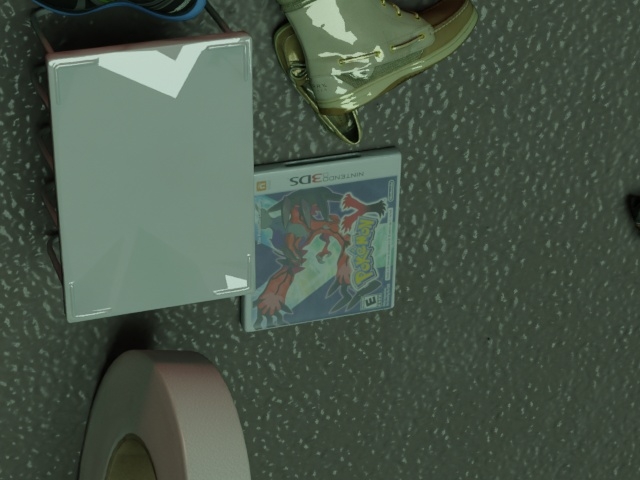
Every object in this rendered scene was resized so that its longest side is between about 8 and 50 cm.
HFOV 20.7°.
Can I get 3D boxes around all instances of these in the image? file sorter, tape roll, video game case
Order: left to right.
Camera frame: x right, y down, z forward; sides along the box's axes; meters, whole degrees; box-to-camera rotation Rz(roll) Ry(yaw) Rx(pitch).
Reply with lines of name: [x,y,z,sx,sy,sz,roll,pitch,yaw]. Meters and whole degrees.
file sorter: [-0.182,-0.092,1.737,0.193,0.173,0.277,-9,120,-17]
tape roll: [-0.171,0.308,1.836,0.072,0.392,0.392,2,116,-24]
video game case: [0.000,0.000,1.956,0.183,0.023,0.201,-9,120,-18]

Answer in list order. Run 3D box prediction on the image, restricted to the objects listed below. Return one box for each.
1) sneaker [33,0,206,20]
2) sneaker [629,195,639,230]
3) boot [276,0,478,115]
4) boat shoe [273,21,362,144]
sneaker: [-0.200,-0.254,1.662,0.188,0.067,0.078,7,155,16]
sneaker: [0.445,-0.066,2.081,0.178,0.072,0.077,-41,114,-4]
boot: [0.057,-0.246,1.808,0.213,0.077,0.165,-34,113,-22]
boat shoe: [0.001,-0.166,1.848,0.056,0.048,0.153,-31,125,-4]
